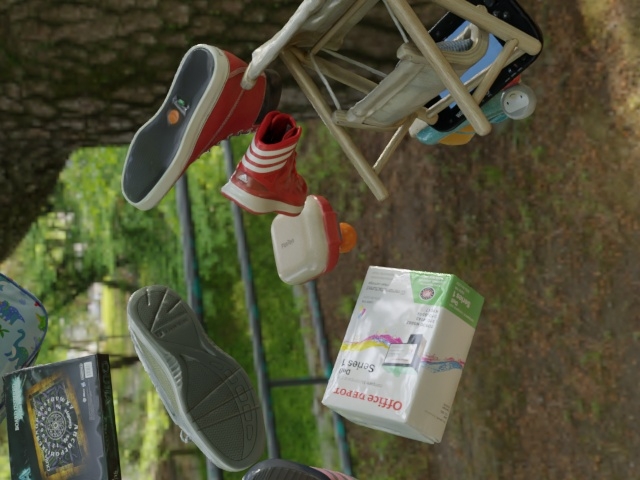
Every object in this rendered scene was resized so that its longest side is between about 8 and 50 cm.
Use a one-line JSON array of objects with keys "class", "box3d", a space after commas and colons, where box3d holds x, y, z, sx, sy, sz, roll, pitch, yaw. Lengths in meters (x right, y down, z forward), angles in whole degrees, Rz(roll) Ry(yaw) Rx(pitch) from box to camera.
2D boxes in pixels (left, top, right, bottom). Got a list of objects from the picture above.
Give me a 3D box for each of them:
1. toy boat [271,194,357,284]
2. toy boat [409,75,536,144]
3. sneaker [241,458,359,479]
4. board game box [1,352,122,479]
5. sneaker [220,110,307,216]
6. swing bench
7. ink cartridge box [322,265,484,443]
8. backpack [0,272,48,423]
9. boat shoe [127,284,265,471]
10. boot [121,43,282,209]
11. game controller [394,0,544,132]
[{"class": "toy boat", "box3d": [0.000, 0.000, 1.892, 0.231, 0.151, 0.151, -28, 69, 62]}, {"class": "toy boat", "box3d": [0.319, -0.271, 1.959, 0.148, 0.267, 0.318, 63, 161, 4]}, {"class": "sneaker", "box3d": [-0.010, 0.370, 1.384, 0.112, 0.319, 0.131, -52, 37, 2]}, {"class": "board game box", "box3d": [-0.269, 0.220, 1.018, 0.026, 0.126, 0.186, 19, -119, -65]}, {"class": "sneaker", "box3d": [-0.045, -0.105, 1.329, 0.128, 0.087, 0.221, -60, -9, 15]}, {"class": "swing bench", "box3d": [0.075, -0.218, 1.187, 0.165, 0.254, 0.253, -56, 12, -27]}, {"class": "ink cartridge box", "box3d": [0.148, 0.200, 1.753, 0.201, 0.117, 0.278, 5, 68, 43]}, {"class": "backpack", "box3d": [-0.652, 0.218, 1.761, 0.273, 0.290, 0.355, -53, 1, 27]}, {"class": "boat shoe", "box3d": [-0.194, 0.214, 1.474, 0.320, 0.118, 0.103, 50, 146, 19]}, {"class": "boot", "box3d": [-0.152, -0.137, 1.328, 0.088, 0.176, 0.244, 44, 109, 29]}, {"class": "game controller", "box3d": [0.262, -0.326, 1.763, 0.167, 0.067, 0.319, 57, 141, 6]}]
